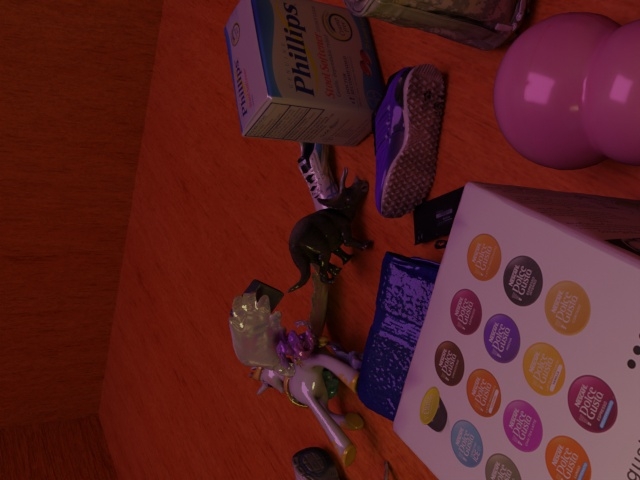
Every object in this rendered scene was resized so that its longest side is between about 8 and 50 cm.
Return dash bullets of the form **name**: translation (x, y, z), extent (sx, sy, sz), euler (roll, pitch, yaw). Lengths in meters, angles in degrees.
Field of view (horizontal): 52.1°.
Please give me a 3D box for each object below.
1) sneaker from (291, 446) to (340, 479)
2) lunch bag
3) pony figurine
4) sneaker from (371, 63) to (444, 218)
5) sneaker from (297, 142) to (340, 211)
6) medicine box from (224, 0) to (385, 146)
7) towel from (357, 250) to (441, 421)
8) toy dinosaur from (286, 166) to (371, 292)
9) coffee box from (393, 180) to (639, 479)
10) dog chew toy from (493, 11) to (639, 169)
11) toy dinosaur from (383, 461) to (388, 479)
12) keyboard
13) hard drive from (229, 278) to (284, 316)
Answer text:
- **sneaker**: translation (0.031, 0.599, 1.460), extent (0.297, 0.111, 0.129), euler (-133, 36, -52)
- **lunch bag**: translation (0.174, -0.447, 1.053), extent (0.212, 0.305, 0.256), euler (-37, 56, 55)
- **pony figurine**: translation (-0.033, 0.259, 1.430), extent (0.363, 0.302, 0.351), euler (25, 120, 39)
- **sneaker**: translation (0.150, -0.193, 1.276), extent (0.146, 0.102, 0.294), euler (25, 105, 59)
- **sneaker**: translation (-0.011, -0.150, 1.533), extent (0.085, 0.086, 0.237), euler (-32, 64, 51)
- **medicine box**: translation (-0.032, -0.355, 1.376), extent (0.149, 0.289, 0.264), euler (-36, 60, 52)
- **towel**: translation (0.189, 0.190, 1.184), extent (0.227, 0.076, 0.308), euler (22, 106, 38)
- **toy dinosaur**: translation (0.000, 0.000, 1.400), extent (0.160, 0.313, 0.121), euler (47, 153, -2)
- **coffee box**: translation (0.340, 0.151, 0.736), extent (0.334, 0.338, 0.338), euler (39, 121, 52)
- **dog chew toy**: translation (0.385, -0.184, 0.813), extent (0.331, 0.206, 0.207), euler (15, 102, 49)
- **toy dinosaur**: translation (0.164, 0.567, 1.269), extent (0.118, 0.064, 0.268), euler (140, 127, -58)
- **keyboard**: translation (0.235, -0.032, 1.201), extent (0.180, 0.023, 0.108), euler (-23, 64, 56)
- **hard drive**: translation (-0.139, 0.140, 1.451), extent (0.022, 0.135, 0.094), euler (36, 90, 24)
